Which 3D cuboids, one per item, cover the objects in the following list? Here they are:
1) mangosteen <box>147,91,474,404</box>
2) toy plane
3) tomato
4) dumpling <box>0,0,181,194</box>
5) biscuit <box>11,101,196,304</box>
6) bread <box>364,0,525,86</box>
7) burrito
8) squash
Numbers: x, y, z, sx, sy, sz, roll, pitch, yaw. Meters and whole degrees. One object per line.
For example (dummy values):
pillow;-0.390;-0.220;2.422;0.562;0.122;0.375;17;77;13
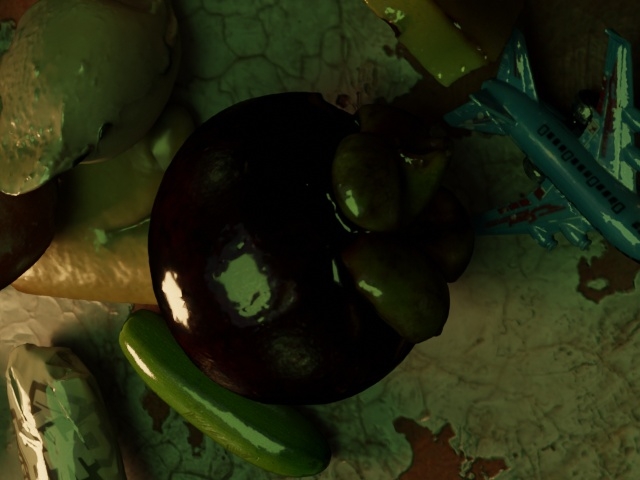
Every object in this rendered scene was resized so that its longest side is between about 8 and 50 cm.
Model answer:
mangosteen;0.000;0.000;1.574;0.347;0.307;0.307;-21;96;34
toy plane;0.243;-0.067;1.531;0.271;0.105;0.254;42;123;9
tomato;-0.369;-0.058;1.790;0.155;0.181;0.214;-30;97;16
dumpling;-0.275;-0.176;1.711;0.227;0.243;0.175;12;119;33
biscuit;-0.256;-0.042;1.848;0.291;0.062;0.237;5;109;29
bread;0.038;-0.309;1.482;0.361;0.138;0.077;46;130;-14
burrito;-0.281;0.335;1.929;0.139;0.101;0.445;-11;90;37
squash;-0.116;0.177;1.831;0.292;0.082;0.082;34;120;15
